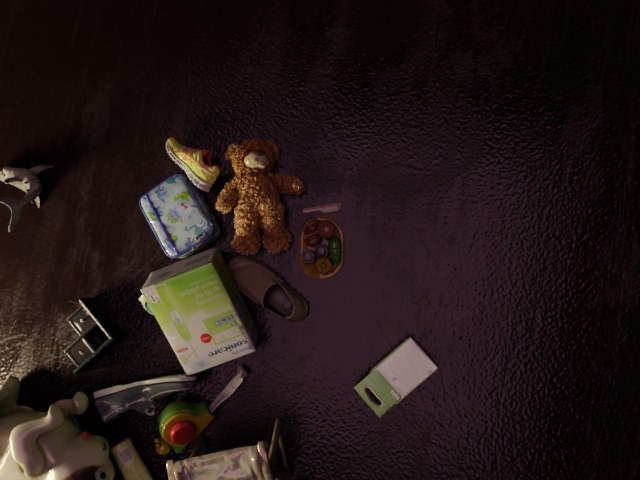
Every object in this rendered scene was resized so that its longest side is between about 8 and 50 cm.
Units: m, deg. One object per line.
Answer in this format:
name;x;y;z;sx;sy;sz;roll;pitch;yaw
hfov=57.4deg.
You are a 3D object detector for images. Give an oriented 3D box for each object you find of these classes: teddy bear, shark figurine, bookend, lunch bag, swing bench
teddy bear;-0.175;-0.123;1.642;0.245;0.113;0.338;12;88;5
shark figurine;-0.855;-0.132;1.714;0.166;0.278;0.116;-14;126;-22
bookend;-0.686;0.274;1.695;0.156;0.072;0.157;-41;82;3
lunch bag;-0.405;-0.066;1.677;0.176;0.090;0.219;-29;83;7
swing bench;-0.227;0.598;1.528;0.253;0.254;0.165;-13;85;6

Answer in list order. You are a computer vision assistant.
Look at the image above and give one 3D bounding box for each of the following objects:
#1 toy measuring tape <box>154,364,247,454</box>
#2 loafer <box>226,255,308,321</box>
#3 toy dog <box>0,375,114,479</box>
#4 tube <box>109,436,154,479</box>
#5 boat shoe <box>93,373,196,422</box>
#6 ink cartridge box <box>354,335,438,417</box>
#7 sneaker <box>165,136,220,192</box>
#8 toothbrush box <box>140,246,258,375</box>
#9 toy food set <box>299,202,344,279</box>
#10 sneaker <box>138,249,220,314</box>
toy measuring tape;-0.350;0.460;1.620;0.121;0.121;0.330;42;89;7
loafer;-0.151;0.132;1.630;0.268;0.092;0.102;32;90;8
toy dog;-0.763;0.598;1.578;0.408;0.284;0.395;16;82;3
tube;-0.517;0.680;1.661;0.070;0.062;0.240;-31;88;48
boat shoe;-0.486;0.441;1.637;0.319;0.116;0.099;-14;78;13
ink cartridge box;0.206;0.368;1.588;0.209;0.062;0.109;-42;83;3
sneaker;-0.359;-0.235;1.672;0.094;0.081;0.208;-46;73;9
toothbrush box;-0.320;0.192;1.583;0.206;0.122;0.283;-20;110;4
toy food set;0.000;0.000;1.632;0.128;0.071;0.218;-1;86;7
sneaker;-0.385;0.121;1.671;0.275;0.107;0.110;-36;102;8
